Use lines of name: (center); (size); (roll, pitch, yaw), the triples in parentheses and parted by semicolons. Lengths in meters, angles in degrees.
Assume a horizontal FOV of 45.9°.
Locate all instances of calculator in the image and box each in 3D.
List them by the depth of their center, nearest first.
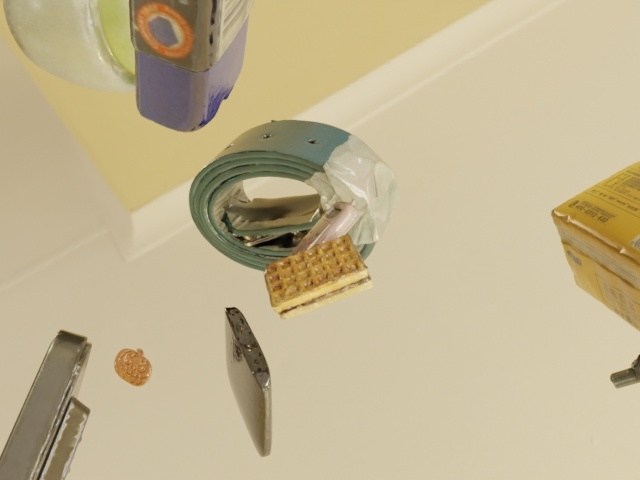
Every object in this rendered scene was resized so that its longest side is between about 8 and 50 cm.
calculator: (0.000, 0.000, 1.222); (0.175, 0.032, 0.100); (-50, -166, -3)

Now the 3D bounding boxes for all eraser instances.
eraser: (-0.130, -0.280, 0.798); (0.102, 0.332, 0.155); (22, -128, 3)

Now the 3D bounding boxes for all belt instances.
belt: (-0.061, -0.083, 1.544); (0.437, 0.300, 0.173); (-3, -145, 27)

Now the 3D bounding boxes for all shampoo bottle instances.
shampoo bottle: (-0.395, -0.436, 1.379); (0.317, 0.322, 0.322); (7, -127, 15)

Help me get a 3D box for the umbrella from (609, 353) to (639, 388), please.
umbrella: (0.666, 0.227, 1.432); (0.236, 0.066, 0.059); (-24, -170, 23)

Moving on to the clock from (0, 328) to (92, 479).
clock: (-0.244, 0.234, 0.600); (0.049, 0.279, 0.273); (21, -121, -11)

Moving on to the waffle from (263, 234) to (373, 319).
waffle: (-0.006, 0.053, 1.105); (0.148, 0.042, 0.102); (-21, -144, -1)

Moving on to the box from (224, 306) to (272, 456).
box: (-0.123, 0.237, 1.281); (0.042, 0.201, 0.212); (-12, -142, -20)

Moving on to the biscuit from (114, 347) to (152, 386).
biscuit: (-0.403, 0.270, 1.630); (0.091, 0.015, 0.078); (25, -84, 14)

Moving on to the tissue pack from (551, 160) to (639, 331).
tissue pack: (0.646, 0.017, 1.355); (0.293, 0.228, 0.382); (-30, -156, -1)
